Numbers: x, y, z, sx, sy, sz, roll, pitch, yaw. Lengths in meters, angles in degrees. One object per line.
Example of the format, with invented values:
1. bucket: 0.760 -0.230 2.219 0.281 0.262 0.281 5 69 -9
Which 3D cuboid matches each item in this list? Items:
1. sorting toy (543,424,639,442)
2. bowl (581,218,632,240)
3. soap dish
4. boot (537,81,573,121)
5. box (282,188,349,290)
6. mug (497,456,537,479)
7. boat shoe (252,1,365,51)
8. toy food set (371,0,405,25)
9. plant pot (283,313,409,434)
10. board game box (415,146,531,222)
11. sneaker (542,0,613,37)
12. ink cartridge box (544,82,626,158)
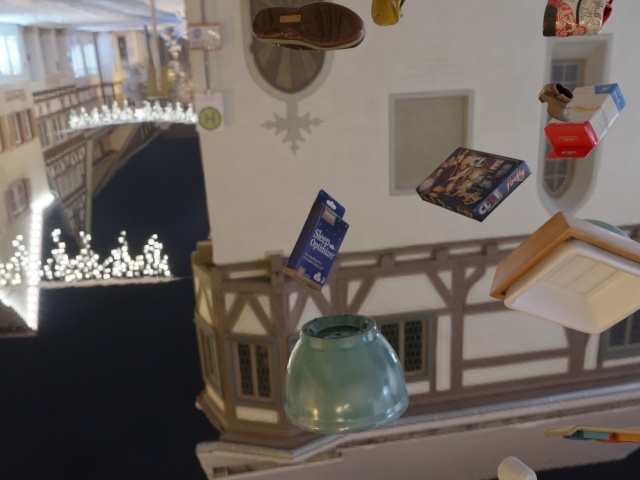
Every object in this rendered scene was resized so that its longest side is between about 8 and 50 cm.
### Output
1. sorting toy: 0.647 0.448 1.362 0.209 0.038 0.193 -1 160 2
2. bowl: 0.755 0.061 1.657 0.312 0.311 0.163 14 -131 42
3. soap dish: 0.526 0.069 1.205 0.291 0.229 0.118 18 -136 -20
4. boot: 0.595 -0.343 1.460 0.119 0.042 0.087 34 170 -8
5. box: 0.000 0.000 1.450 0.037 0.225 0.136 16 169 37
6. mug: 0.417 0.494 1.223 0.062 0.078 0.064 -49 -165 -14
7. boat shoe: -0.013 -0.435 1.222 0.258 0.095 0.095 18 -177 28
8. toy food set: 0.190 -0.596 1.353 0.071 0.217 0.128 7 -160 -27
9. plant pot: 0.049 0.285 1.360 0.293 0.196 0.293 -6 -169 1
10. board game box: 0.353 -0.139 1.398 0.165 0.042 0.243 -43 -153 -7
11. sneaker: 0.627 -0.593 1.415 0.145 0.090 0.269 9 -116 22
12. ink cartridge box: 0.730 -0.333 1.656 0.231 0.078 0.134 -49 -152 -18
